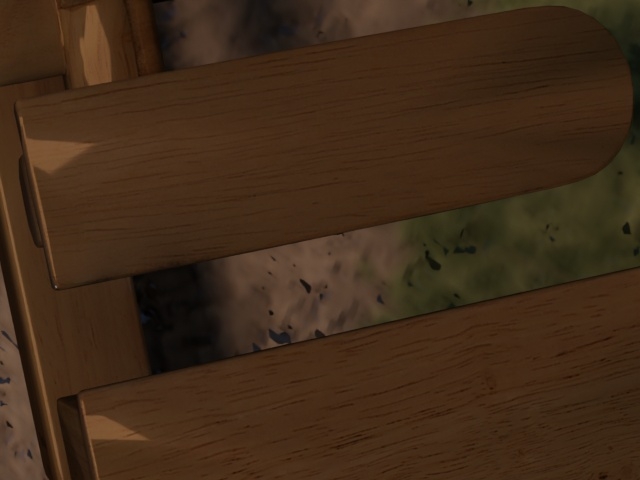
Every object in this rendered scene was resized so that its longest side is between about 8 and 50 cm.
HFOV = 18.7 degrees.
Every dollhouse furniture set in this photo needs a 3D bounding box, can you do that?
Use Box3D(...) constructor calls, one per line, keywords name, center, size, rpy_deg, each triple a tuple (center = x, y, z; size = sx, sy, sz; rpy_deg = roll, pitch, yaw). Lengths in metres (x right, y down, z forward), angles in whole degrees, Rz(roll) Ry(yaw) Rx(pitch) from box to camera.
Box3D(name="dollhouse furniture set", center=(0.000, 0.000, 0.402), size=(0.151, 0.123, 0.144), rpy_deg=(173, 85, -78))
